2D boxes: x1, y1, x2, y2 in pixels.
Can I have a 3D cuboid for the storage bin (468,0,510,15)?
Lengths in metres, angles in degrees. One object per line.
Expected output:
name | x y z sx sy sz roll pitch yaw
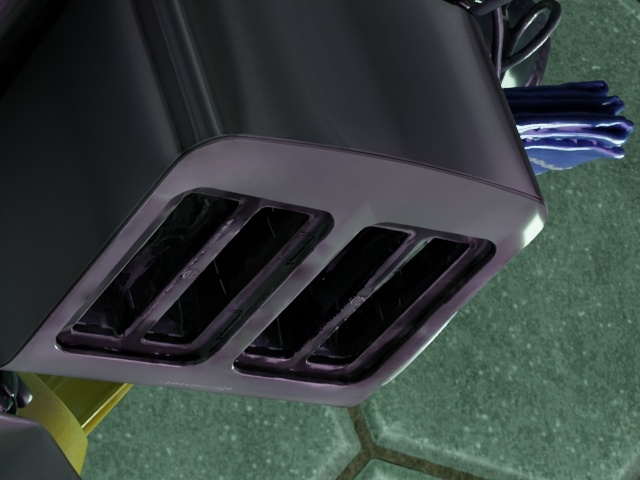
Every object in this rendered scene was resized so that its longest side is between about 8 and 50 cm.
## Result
storage bin | 0.072 -0.163 0.835 0.091 0.135 0.098 -32 -169 50

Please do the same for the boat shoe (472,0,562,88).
boat shoe | 0.047 -0.112 1.087 0.187 0.156 0.500 -45 179 13

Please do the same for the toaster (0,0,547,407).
toaster | -0.025 -0.024 0.703 0.168 0.110 0.185 10 137 -38

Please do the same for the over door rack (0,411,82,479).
over door rack | -0.177 0.141 0.354 0.239 0.108 0.324 -46 160 11

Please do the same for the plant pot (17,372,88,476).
plant pot | -0.179 0.116 1.014 0.095 0.134 0.134 -43 179 -19

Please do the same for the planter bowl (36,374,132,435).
planter bowl | -0.229 0.138 1.352 0.217 0.090 0.217 -46 179 -1

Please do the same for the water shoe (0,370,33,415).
water shoe | -0.162 0.054 0.835 0.073 0.080 0.203 -47 180 -2

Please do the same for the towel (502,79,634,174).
towel | -0.030 0.001 0.984 0.243 0.040 0.336 -7 165 -43

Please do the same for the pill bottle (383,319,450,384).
pill bottle | 0.000 0.000 1.518 0.131 0.229 0.131 -47 180 0
